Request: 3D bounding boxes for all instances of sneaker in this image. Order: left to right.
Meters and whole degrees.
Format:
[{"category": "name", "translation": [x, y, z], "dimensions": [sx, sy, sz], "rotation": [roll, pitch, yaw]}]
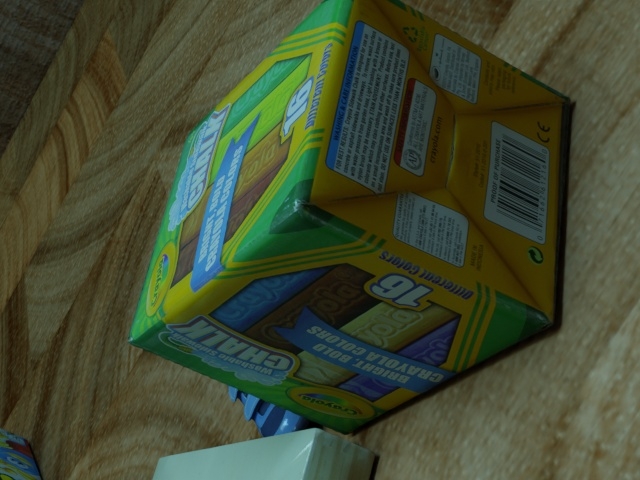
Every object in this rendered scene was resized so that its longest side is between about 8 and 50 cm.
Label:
[{"category": "sneaker", "translation": [-0.044, 0.111, 1.034], "dimensions": [0.053, 0.059, 0.144], "rotation": [-56, 25, 13]}]

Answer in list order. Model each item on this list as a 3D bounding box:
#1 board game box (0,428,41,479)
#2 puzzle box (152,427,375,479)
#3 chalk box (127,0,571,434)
[{"category": "board game box", "translation": [-0.398, 0.302, 1.498], "dimensions": [0.144, 0.142, 0.275], "rotation": [-63, 22, 3]}, {"category": "puzzle box", "translation": [-0.099, 0.338, 0.926], "dimensions": [0.272, 0.052, 0.409], "rotation": [-22, 47, 58]}, {"category": "chalk box", "translation": [0.000, 0.000, 0.896], "dimensions": [0.289, 0.179, 0.180], "rotation": [-36, 35, 48]}]
